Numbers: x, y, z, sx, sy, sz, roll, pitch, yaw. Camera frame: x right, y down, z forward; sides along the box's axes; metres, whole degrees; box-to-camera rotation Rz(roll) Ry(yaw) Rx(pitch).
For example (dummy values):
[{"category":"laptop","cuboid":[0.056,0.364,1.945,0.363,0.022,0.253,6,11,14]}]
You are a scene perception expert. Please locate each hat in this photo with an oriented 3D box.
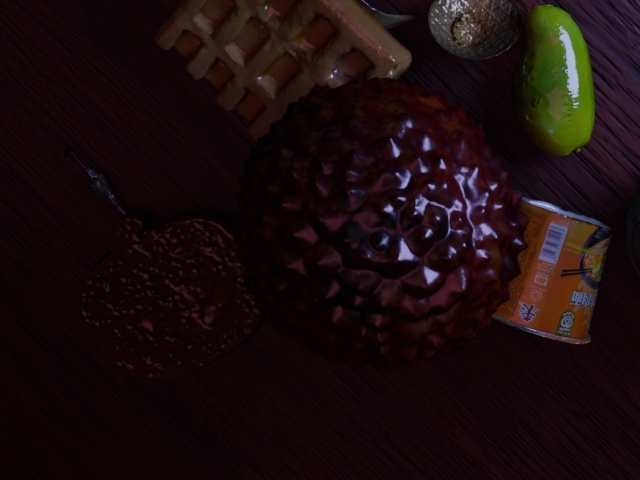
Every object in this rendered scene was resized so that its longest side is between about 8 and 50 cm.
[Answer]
[{"category":"hat","cuboid":[0.239,-0.324,1.529,0.146,0.067,0.146,-1,64,3]}]

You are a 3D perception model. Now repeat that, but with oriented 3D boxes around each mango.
[{"category":"mango","cuboid":[0.352,-0.243,1.494,0.125,0.111,0.232,-12,101,12]}]

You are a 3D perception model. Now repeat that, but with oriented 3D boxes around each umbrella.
[{"category":"umbrella","cuboid":[-0.367,-0.067,1.762,0.269,0.044,0.044,47,138,-3]}]

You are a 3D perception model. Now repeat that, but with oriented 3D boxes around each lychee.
[{"category":"lychee","cuboid":[0.066,-0.032,1.427,0.500,0.425,0.424,34,117,46]}]

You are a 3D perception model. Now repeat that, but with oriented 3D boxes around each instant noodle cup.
[{"category":"instant noodle cup","cuboid":[0.340,0.036,1.526,0.230,0.230,0.182,18,99,9]}]

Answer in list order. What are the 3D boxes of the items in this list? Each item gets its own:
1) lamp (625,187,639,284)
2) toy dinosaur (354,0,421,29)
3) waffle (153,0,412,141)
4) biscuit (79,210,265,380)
[{"category":"lamp","cuboid":[0.575,-0.012,1.447,0.233,0.233,0.265,-18,87,18]},{"category":"toy dinosaur","cuboid":[0.010,-0.448,1.541,0.327,0.113,0.206,28,136,16]},{"category":"waffle","cuboid":[-0.068,-0.312,1.548,0.348,0.077,0.304,45,127,-6]},{"category":"biscuit","cuboid":[-0.275,0.089,1.765,0.367,0.063,0.314,-28,100,20]}]
